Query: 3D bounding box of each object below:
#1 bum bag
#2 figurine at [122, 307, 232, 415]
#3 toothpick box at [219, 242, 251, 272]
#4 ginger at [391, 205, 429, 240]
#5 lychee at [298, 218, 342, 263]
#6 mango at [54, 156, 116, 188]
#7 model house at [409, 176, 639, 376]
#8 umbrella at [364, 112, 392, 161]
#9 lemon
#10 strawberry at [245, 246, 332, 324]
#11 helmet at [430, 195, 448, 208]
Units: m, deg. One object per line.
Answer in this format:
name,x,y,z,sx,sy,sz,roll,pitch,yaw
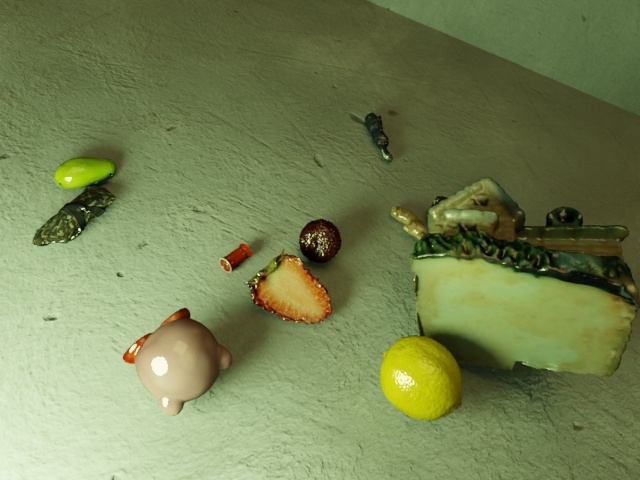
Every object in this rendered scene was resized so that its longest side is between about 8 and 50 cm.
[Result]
bum bag,-0.620,-0.065,1.208,0.102,0.069,0.248,-5,41,28
figurine,-0.287,0.246,0.976,0.173,0.173,0.173,9,48,-10
toothpick box,-0.223,0.045,1.252,0.047,0.047,0.083,37,48,16
ginger,0.309,-0.011,1.451,0.089,0.075,0.288,8,39,-42
lychee,0.003,-0.002,1.318,0.123,0.123,0.129,39,41,17
mango,-0.647,-0.195,1.310,0.165,0.074,0.091,-29,61,-35
model house,0.477,0.050,1.142,0.444,0.396,0.400,4,42,26
umbrella,0.219,-0.387,1.754,0.070,0.071,0.249,2,48,-16
lemon,0.230,0.310,1.072,0.203,0.179,0.178,32,48,18
strawberry,-0.081,0.139,1.205,0.167,0.087,0.208,-40,95,-18
helmet,0.400,-0.083,1.542,0.098,0.070,0.123,17,54,6
